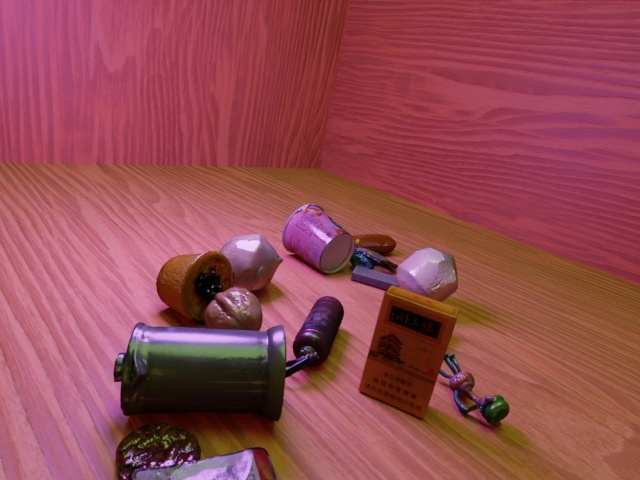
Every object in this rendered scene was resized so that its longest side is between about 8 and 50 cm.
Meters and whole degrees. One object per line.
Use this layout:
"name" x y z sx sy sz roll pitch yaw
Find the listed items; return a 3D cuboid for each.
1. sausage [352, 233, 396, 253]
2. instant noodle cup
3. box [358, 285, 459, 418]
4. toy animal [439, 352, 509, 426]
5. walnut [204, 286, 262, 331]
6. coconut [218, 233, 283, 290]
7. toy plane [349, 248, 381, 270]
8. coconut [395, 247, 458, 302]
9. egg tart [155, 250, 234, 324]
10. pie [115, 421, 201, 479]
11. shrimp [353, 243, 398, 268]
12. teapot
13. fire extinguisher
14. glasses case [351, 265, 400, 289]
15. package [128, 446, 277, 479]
"sausage" 0.247 0.018 2.041 0.274 0.105 0.105 0 22 -31
"instant noodle cup" 0.000 0.000 1.764 0.242 0.243 0.231 -7 33 -43
"box" 0.210 0.268 1.029 0.174 0.274 0.076 18 16 18
"toy animal" 0.377 0.387 1.088 0.103 0.100 0.208 -21 40 -19
"walnut" -0.236 0.208 1.166 0.166 0.149 0.167 -8 44 8
"coconut" -0.239 0.078 1.443 0.224 0.224 0.224 10 19 -3
"toy plane" 0.150 0.077 1.819 0.235 0.096 0.060 24 21 28
"coconut" 0.408 0.130 1.579 0.234 0.224 0.224 -35 26 1
"egg tart" -0.365 0.127 1.239 0.170 0.215 0.215 9 16 28
"pie" -0.293 0.389 0.763 0.154 0.036 0.154 9 19 -3
"shrimp" 0.229 0.073 1.873 0.253 0.058 0.173 22 0 -10
"teapot" -0.254 0.273 0.916 0.336 0.201 0.270 5 -6 -12
"fire extinguisher" -0.027 0.273 1.175 0.138 0.102 0.344 -18 12 19
"glasses case" 0.229 0.160 1.705 0.204 0.047 0.071 16 25 12
"package" -0.179 0.425 0.685 0.239 0.030 0.154 1 39 -28
